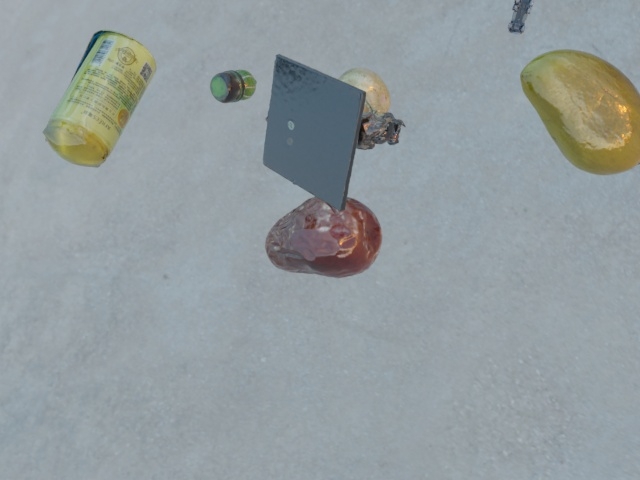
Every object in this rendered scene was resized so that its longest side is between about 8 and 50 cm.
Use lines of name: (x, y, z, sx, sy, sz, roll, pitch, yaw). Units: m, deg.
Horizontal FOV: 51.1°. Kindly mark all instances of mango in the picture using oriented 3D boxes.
mango: (0.576, -0.279, 1.426, 0.195, 0.332, 0.142, -39, 18, 5)

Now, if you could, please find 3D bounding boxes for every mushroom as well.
mushroom: (0.087, -0.320, 1.501, 0.148, 0.148, 0.112, 8, 67, 41)

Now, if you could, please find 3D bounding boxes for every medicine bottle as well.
medicine bottle: (-0.388, -0.242, 1.177, 0.124, 0.124, 0.239, 3, 63, 40)

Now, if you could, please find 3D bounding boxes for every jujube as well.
jujube: (0.000, 0.000, 1.390, 0.255, 0.190, 0.190, -18, 58, 39)

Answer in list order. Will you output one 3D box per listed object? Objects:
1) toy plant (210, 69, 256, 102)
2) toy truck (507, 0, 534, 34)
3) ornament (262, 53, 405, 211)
toy plant: (-0.249, -0.457, 1.977, 0.092, 0.162, 0.093, 11, 112, 29)
toy truck: (0.431, -0.487, 1.440, 0.039, 0.044, 0.083, 17, 111, 14)
ornament: (0.045, -0.158, 0.886, 0.166, 0.196, 0.153, 33, 126, 34)
